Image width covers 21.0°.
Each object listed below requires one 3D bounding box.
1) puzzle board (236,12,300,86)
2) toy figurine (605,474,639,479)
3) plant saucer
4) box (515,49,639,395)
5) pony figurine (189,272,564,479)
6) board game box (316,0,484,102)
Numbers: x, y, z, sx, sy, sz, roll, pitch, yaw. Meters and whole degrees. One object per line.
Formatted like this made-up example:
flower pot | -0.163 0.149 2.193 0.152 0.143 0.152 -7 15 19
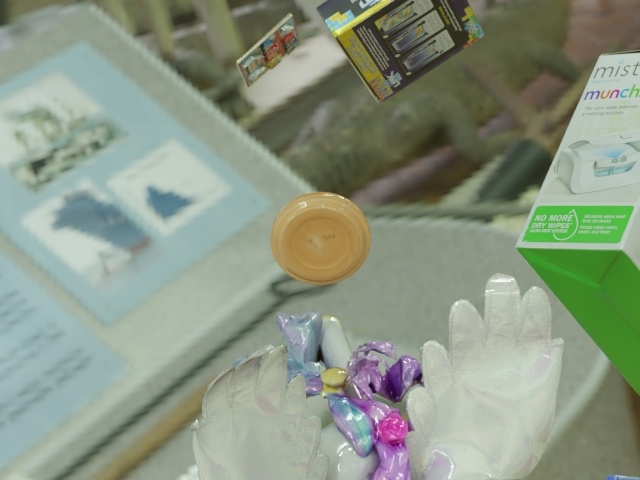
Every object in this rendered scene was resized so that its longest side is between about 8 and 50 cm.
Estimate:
puzzle board | -0.067 -0.251 2.299 0.096 0.011 0.128 -43 -10 -3
toy figurine | 0.260 0.169 1.198 0.217 0.191 0.362 -11 21 11
plant saucer | 0.000 0.000 1.425 0.084 0.083 0.013 -14 26 5
box | 0.329 -0.011 1.626 0.127 0.262 0.231 2 55 44
pony figurine | 0.033 0.193 1.415 0.303 0.350 0.363 -12 21 -15
board game box | 0.087 -0.232 1.824 0.141 0.170 0.048 -31 64 5
